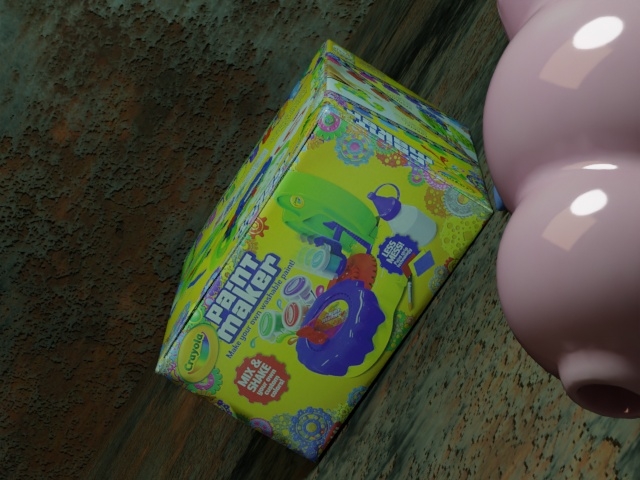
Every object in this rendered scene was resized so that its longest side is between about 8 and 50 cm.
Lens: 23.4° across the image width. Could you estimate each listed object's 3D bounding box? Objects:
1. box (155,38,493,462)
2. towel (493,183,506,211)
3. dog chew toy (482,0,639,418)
[{"bbox_3d":[0.000,0.000,1.465,0.290,0.177,0.279,-56,10,17],"label":"box"},{"bbox_3d":[0.250,-0.200,1.252,0.336,0.040,0.243,-53,14,42],"label":"towel"},{"bbox_3d":[0.172,-0.069,0.770,0.206,0.206,0.332,-42,27,60],"label":"dog chew toy"}]
